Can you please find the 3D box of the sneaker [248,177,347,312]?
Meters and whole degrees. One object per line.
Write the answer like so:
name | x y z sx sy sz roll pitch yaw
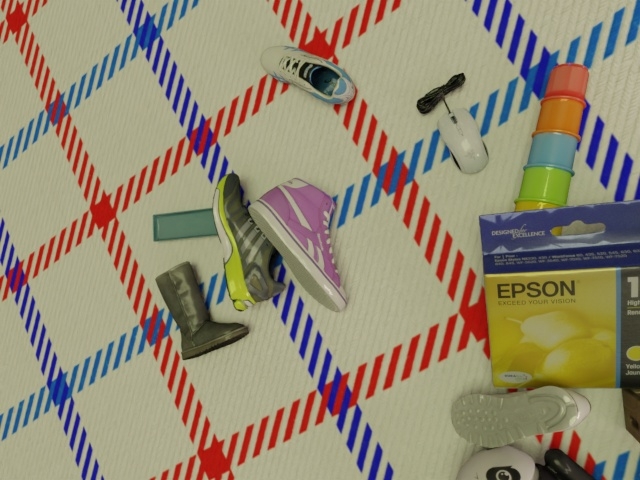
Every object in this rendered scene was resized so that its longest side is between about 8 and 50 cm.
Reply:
sneaker | 0.000 0.000 0.940 0.161 0.102 0.282 -38 99 -23

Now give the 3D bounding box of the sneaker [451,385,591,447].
sneaker | 0.340 0.304 0.802 0.235 0.095 0.089 -24 65 42

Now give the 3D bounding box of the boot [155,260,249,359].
boot | -0.270 0.146 1.042 0.190 0.076 0.208 -22 73 14

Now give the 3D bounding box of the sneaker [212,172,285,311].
sneaker | -0.151 -0.005 1.001 0.122 0.111 0.299 -13 83 1

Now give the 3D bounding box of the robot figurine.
robot figurine | 0.349 0.470 0.746 0.278 0.209 0.173 43 135 16

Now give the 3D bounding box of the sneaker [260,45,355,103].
sneaker | -0.034 -0.363 0.984 0.237 0.086 0.085 30 97 19

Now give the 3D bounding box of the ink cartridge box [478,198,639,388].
ink cartridge box | 0.427 0.098 0.750 0.304 0.072 0.306 -6 110 19

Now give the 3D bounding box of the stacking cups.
stacking cups | 0.403 -0.153 0.820 0.096 0.096 0.315 9 88 19

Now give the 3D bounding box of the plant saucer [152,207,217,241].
plant saucer | -0.311 -0.037 1.089 0.192 0.018 0.067 -5 85 19

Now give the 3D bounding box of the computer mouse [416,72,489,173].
computer mouse | 0.267 -0.222 0.895 0.106 0.042 0.192 -26 78 14

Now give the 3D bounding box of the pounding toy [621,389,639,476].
pounding toy | 0.541 0.295 0.713 0.130 0.141 0.100 -5 85 18
